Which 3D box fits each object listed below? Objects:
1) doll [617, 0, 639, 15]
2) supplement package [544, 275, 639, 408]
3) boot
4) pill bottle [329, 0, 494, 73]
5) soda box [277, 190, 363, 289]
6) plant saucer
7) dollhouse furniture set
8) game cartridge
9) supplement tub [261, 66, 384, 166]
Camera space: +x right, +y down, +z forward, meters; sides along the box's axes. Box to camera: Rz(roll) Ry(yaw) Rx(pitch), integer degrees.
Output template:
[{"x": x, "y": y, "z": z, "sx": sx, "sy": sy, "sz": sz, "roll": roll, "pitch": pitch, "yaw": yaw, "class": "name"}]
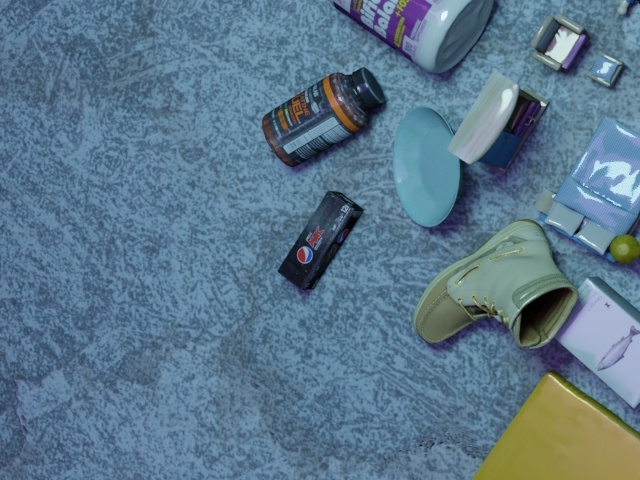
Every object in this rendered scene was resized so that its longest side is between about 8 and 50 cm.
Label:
[{"x": 0.514, "y": -0.367, "z": 1.788, "sx": 0.129, "sy": 0.046, "sz": 0.189, "roll": -20, "pitch": 82, "yaw": 20, "class": "doll"}, {"x": 0.445, "y": 0.151, "z": 1.778, "sx": 0.179, "sy": 0.105, "sz": 0.105, "roll": 43, "pitch": 104, "yaw": 17, "class": "supplement package"}, {"x": 0.264, "y": 0.106, "z": 1.807, "sx": 0.262, "sy": 0.095, "sz": 0.203, "roll": -39, "pitch": 30, "yaw": 14, "class": "boot"}, {"x": 0.113, "y": -0.412, "z": 1.890, "sx": 0.301, "sy": 0.169, "sz": 0.169, "roll": 38, "pitch": 103, "yaw": 19, "class": "pill bottle"}, {"x": 0.000, "y": 0.000, "z": 1.995, "sx": 0.060, "sy": 0.053, "sz": 0.169, "roll": 37, "pitch": 102, "yaw": 20, "class": "soda box"}, {"x": 0.181, "y": -0.119, "z": 1.893, "sx": 0.195, "sy": 0.037, "sz": 0.194, "roll": 18, "pitch": 111, "yaw": 61, "class": "plant saucer"}, {"x": 0.397, "y": -0.149, "z": 1.753, "sx": 0.303, "sy": 0.198, "sz": 0.286, "roll": 34, "pitch": 102, "yaw": 19, "class": "dollhouse furniture set"}, {"x": 0.408, "y": 0.407, "z": 1.826, "sx": 0.324, "sy": 0.053, "sz": 0.285, "roll": 37, "pitch": 103, "yaw": 21, "class": "game cartridge"}, {"x": 0.007, "y": -0.211, "z": 1.968, "sx": 0.198, "sy": 0.106, "sz": 0.106, "roll": -30, "pitch": 78, "yaw": 19, "class": "supplement tub"}]
